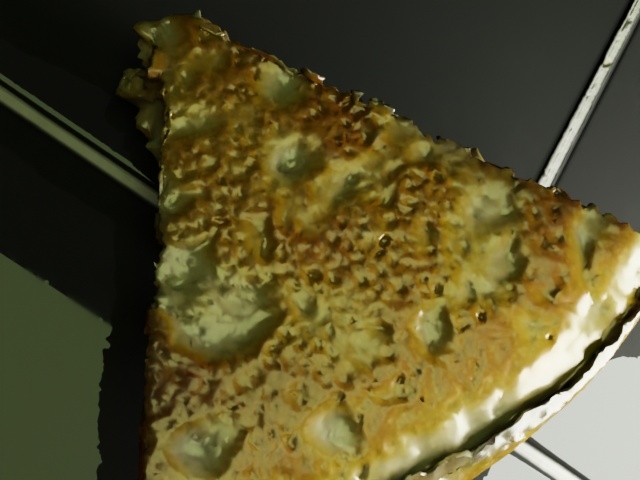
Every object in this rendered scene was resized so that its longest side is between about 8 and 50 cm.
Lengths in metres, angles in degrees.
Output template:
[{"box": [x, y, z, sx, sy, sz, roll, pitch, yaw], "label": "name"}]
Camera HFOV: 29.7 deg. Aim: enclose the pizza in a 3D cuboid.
[{"box": [0.000, 0.000, 0.888, 0.440, 0.130, 0.406, -28, 78, -16], "label": "pizza"}]
